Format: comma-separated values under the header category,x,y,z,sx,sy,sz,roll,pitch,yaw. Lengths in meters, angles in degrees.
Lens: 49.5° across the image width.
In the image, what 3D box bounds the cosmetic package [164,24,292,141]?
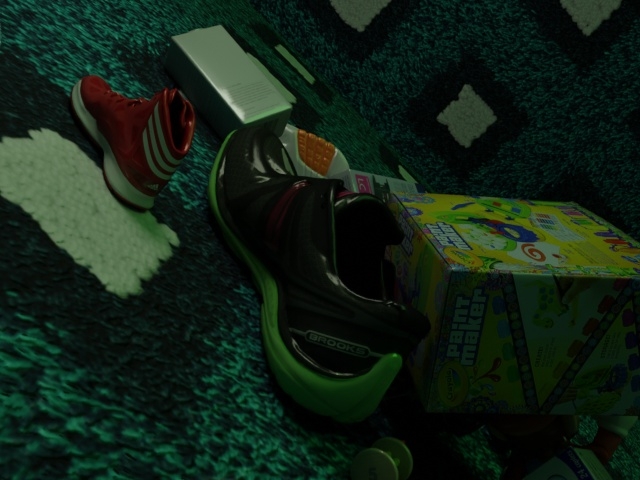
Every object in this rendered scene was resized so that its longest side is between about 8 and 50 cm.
category,x,y,z,sx,sy,sz,roll,pitch,yaw
cosmetic package,-0.170,-0.279,1.266,0.117,0.085,0.231,-26,68,-36

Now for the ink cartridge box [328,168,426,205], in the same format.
category,x,y,z,sx,sy,sz,roll,pitch,yaw
ink cartridge box,0.148,-0.029,1.362,0.311,0.065,0.186,6,69,-52

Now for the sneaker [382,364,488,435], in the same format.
category,x,y,z,sx,sy,sz,roll,pitch,yaw
sneaker,0.188,0.189,1.045,0.330,0.130,0.147,31,24,-42

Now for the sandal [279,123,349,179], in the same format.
category,x,y,z,sx,sy,sz,roll,pitch,yaw
sandal,-0.060,-0.172,1.350,0.265,0.102,0.076,34,-14,-1

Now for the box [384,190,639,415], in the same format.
category,x,y,z,sx,sy,sz,roll,pitch,yaw
box,0.239,0.064,0.876,0.279,0.177,0.290,4,20,-8

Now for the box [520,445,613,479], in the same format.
category,x,y,z,sx,sy,sz,roll,pitch,yaw
box,0.275,0.321,0.770,0.072,0.137,0.126,25,27,-47

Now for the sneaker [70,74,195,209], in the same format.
category,x,y,z,sx,sy,sz,roll,pitch,yaw
sneaker,-0.215,-0.152,0.839,0.221,0.128,0.087,56,18,27

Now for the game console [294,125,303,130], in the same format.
category,x,y,z,sx,sy,sz,roll,pitch,yaw
game console,0.063,-0.115,1.618,0.361,0.044,0.213,40,17,-23

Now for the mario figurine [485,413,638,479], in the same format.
category,x,y,z,sx,sy,sz,roll,pitch,yaw
mario figurine,0.341,0.294,0.958,0.170,0.198,0.320,-75,145,-87

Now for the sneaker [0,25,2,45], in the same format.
category,x,y,z,sx,sy,sz,roll,pitch,yaw
sneaker,-0.382,-0.215,0.673,0.092,0.087,0.228,11,31,-52

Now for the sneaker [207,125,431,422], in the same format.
category,x,y,z,sx,sy,sz,roll,pitch,yaw
sneaker,0.000,0.000,0.886,0.185,0.202,0.483,31,22,-45

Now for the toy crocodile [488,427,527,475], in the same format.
category,x,y,z,sx,sy,sz,roll,pitch,yaw
toy crocodile,0.327,0.307,1.177,0.340,0.105,0.115,-117,-162,-48

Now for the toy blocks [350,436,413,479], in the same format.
category,x,y,z,sx,sy,sz,roll,pitch,yaw
toy blocks,0.105,0.271,0.768,0.123,0.054,0.148,53,17,19
